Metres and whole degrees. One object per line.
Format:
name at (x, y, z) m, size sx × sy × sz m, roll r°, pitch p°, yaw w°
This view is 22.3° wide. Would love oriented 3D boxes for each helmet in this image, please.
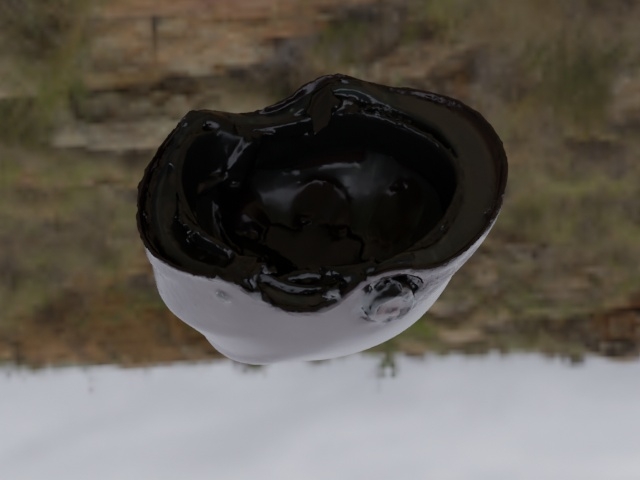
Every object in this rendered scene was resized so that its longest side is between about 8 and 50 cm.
helmet at (0.000, 0.000, 0.554) m, size 0.123 × 0.070 × 0.098 m, roll -8°, pitch -131°, yaw -8°
